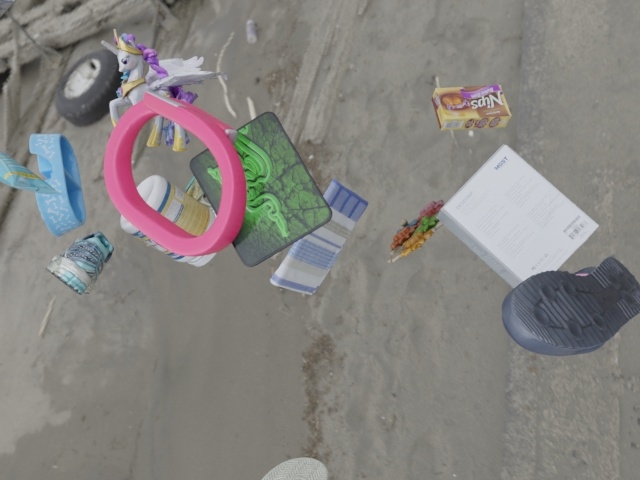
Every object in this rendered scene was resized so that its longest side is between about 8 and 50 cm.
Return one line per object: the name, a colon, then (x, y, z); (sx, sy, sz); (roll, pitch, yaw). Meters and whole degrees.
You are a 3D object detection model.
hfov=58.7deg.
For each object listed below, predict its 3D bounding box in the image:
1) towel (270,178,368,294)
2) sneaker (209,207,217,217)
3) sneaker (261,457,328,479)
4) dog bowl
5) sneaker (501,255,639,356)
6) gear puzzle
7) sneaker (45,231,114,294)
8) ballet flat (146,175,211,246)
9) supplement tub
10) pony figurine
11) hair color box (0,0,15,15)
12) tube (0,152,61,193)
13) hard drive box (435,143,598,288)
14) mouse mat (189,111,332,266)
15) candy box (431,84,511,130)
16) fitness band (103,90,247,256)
towel: (0.000, 0.000, 1.372); (0.034, 0.209, 0.285); (33, 95, 28)
sneaker: (-0.332, -0.073, 1.774); (0.237, 0.086, 0.085); (-40, 49, 32)
sneaker: (-0.115, 0.660, 1.333); (0.131, 0.148, 0.350); (25, 40, 36)
dog bowl: (-0.703, -0.158, 1.535); (0.074, 0.166, 0.297); (-15, 71, -7)
sneaker: (0.318, 0.107, 0.760); (0.131, 0.319, 0.112); (-46, 60, 40)
gear puzzle: (0.223, -0.023, 1.374); (0.175, 0.339, 0.044); (-40, 93, 18)
sneaker: (-0.499, 0.043, 1.229); (0.122, 0.110, 0.283); (-48, 19, -14)
ballet flat: (-0.357, -0.105, 1.627); (0.123, 0.123, 0.348); (19, 69, 37)
supplement tub: (-0.330, -0.039, 1.291); (0.144, 0.200, 0.144); (-30, 41, 30)
pony figurine: (-0.506, -0.470, 1.809); (0.303, 0.351, 0.363); (33, 124, 50)
hair color box: (-0.514, -0.415, 0.812); (0.347, 0.105, 0.174); (20, 110, 53)
tube: (-0.557, -0.116, 1.045); (0.207, 0.080, 0.052); (23, 104, 41)
hard drive box: (0.372, -0.038, 1.096); (0.181, 0.089, 0.232); (-45, 82, -2)
mouse mat: (-0.089, -0.075, 0.831); (0.153, 0.007, 0.189); (-31, 83, 7)
candy box: (0.402, -0.355, 1.523); (0.187, 0.053, 0.109); (-5, 63, -7)
fitness band: (-0.221, -0.100, 0.857); (0.291, 0.054, 0.209); (32, 112, 28)
